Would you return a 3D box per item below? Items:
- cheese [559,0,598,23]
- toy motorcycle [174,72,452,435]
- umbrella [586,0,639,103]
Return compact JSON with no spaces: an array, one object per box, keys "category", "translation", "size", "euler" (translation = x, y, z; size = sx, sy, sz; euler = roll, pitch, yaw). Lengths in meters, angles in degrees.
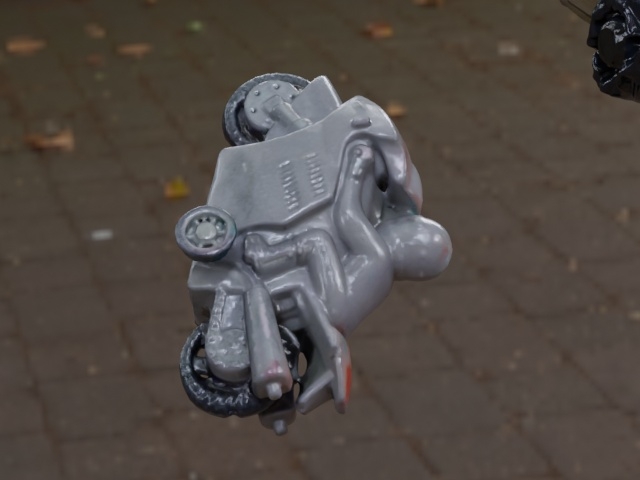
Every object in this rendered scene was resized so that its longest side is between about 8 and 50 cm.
[{"category":"cheese","translation":[0.247,-0.233,1.308],"size":[0.127,0.233,0.266],"euler":[30,-2,20]},{"category":"toy motorcycle","translation":[0.000,0.000,1.266],"size":[0.170,0.110,0.260],"euler":[3,58,8]},{"category":"umbrella","translation":[0.224,-0.086,0.846],"size":[0.248,0.071,0.071],"euler":[-8,17,-30]}]
